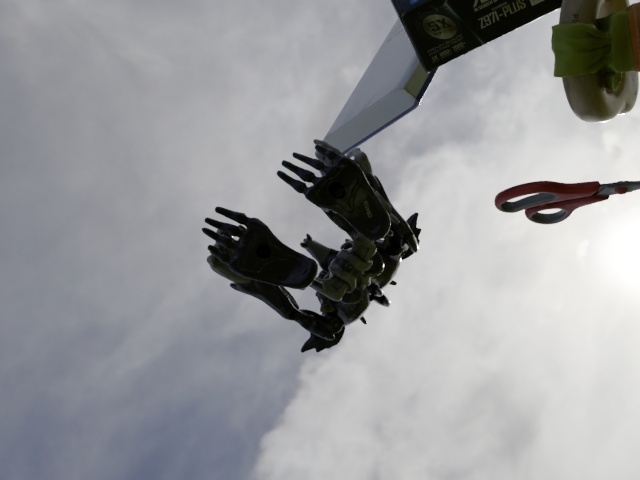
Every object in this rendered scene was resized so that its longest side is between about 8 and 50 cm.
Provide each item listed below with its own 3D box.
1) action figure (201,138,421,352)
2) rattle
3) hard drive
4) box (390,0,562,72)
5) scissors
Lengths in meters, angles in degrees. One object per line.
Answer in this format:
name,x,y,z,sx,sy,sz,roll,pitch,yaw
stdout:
action figure,0.000,0.000,0.736,0.164,0.141,0.275,-45,-16,-2
rattle,0.277,-0.154,0.729,0.200,0.143,0.130,25,-124,-51
hard drive,0.132,-0.280,1.343,0.040,0.210,0.318,39,-123,-16
box,0.154,-0.269,0.876,0.180,0.147,0.077,-24,-46,12
scissors,0.356,-0.066,1.125,0.109,0.297,0.021,25,-115,-33
